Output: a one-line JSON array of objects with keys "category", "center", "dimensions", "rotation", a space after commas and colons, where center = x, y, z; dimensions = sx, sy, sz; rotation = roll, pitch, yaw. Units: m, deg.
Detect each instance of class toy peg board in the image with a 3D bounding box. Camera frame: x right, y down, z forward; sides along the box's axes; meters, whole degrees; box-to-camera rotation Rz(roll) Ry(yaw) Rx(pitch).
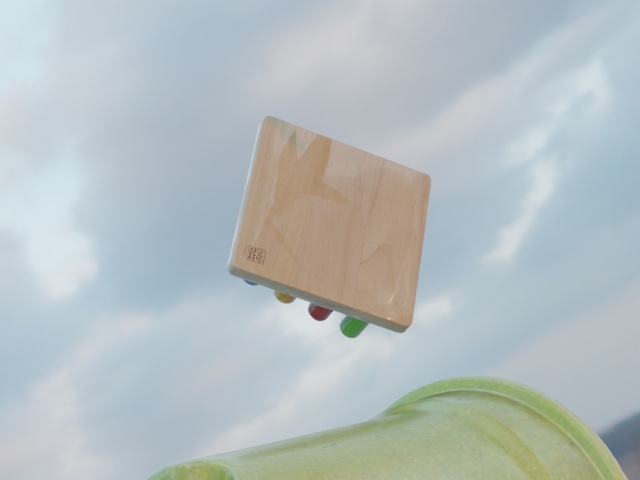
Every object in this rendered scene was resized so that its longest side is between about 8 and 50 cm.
[{"category": "toy peg board", "center": [0.000, 0.000, 1.242], "dimensions": [0.161, 0.161, 0.079], "rotation": [19, -36, -13]}]

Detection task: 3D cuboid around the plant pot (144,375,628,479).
[{"category": "plant pot", "center": [0.017, 0.218, 0.856], "dimensions": [0.254, 0.276, 0.276], "rotation": [5, -31, -45]}]
